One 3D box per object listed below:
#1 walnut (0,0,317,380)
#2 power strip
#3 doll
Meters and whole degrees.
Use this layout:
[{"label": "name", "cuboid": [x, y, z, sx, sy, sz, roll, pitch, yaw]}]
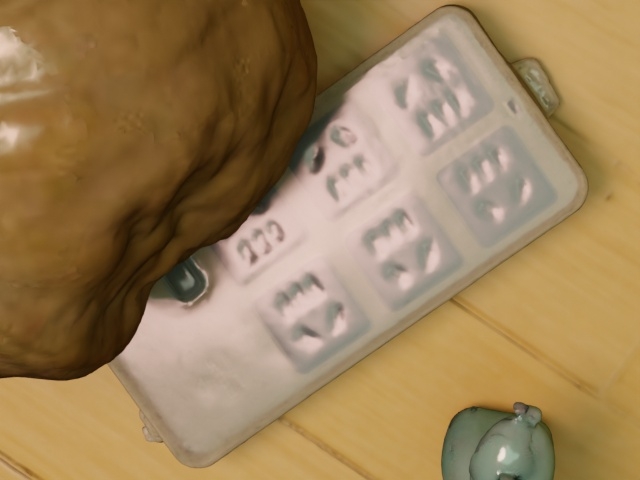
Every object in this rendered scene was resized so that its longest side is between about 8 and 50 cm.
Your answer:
[{"label": "walnut", "cuboid": [-0.154, -0.065, 0.821, 0.253, 0.277, 0.282, 40, 96, 10]}, {"label": "power strip", "cuboid": [0.000, 0.000, 0.934, 0.270, 0.046, 0.118, -35, 94, 10]}, {"label": "doll", "cuboid": [0.079, 0.139, 0.892, 0.059, 0.158, 0.159, 12, 105, 2]}]
